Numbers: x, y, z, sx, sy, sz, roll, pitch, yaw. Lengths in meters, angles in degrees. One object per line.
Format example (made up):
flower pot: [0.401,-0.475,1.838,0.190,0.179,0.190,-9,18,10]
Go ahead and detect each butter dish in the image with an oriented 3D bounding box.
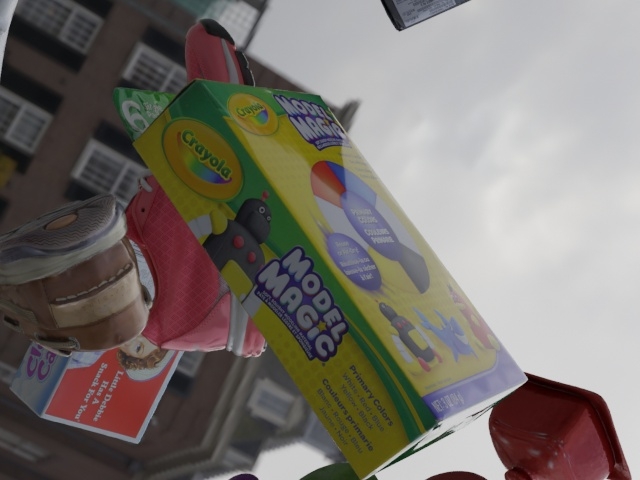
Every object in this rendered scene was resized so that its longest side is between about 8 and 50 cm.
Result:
butter dish: [0.254,0.241,1.415,0.160,0.160,0.118,13,-131,44]

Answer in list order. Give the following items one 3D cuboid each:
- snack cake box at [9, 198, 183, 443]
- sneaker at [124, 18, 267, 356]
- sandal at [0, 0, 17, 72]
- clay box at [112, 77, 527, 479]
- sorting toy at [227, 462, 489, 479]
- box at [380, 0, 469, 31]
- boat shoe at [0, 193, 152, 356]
snack cake box: [-0.240,0.098,1.490,0.089,0.152,0.264,28,-89,46]
sneaker: [-0.119,-0.049,1.110,0.116,0.136,0.314,128,-42,-80]
sandal: [-0.269,-0.157,0.796,0.102,0.169,0.416,165,-66,-74]
clay box: [0.000,0.000,0.603,0.053,0.222,0.127,-40,165,23]
sorting toy: [0.049,0.338,1.389,0.365,0.126,0.127,-3,-143,33]
box: [0.148,-0.285,1.032,0.231,0.056,0.183,-22,-143,13]
boat shoe: [-0.213,0.039,0.996,0.123,0.116,0.324,-28,-172,-16]
